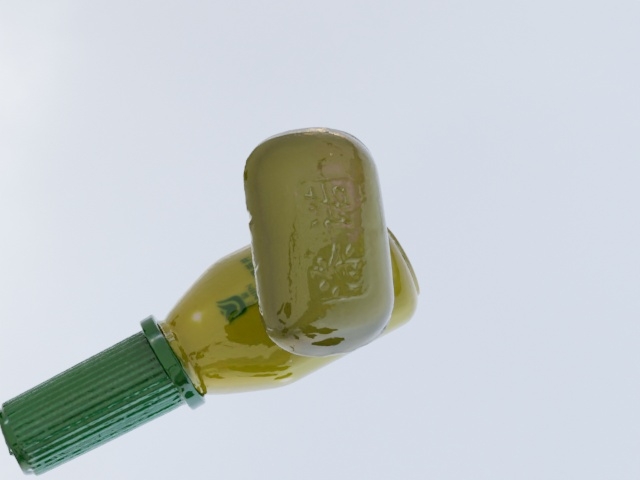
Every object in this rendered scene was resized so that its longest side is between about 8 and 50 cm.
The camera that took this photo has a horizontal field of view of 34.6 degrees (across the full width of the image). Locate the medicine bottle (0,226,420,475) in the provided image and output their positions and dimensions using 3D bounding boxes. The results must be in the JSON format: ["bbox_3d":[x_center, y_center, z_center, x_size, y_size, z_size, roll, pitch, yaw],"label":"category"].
[{"bbox_3d":[-0.076,0.071,0.725,0.309,0.076,0.111,-25,-122,-19],"label":"medicine bottle"}]

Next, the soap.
[{"bbox_3d":[0.001,0.000,0.622,0.045,0.089,0.140,169,-86,-66],"label":"soap"}]
